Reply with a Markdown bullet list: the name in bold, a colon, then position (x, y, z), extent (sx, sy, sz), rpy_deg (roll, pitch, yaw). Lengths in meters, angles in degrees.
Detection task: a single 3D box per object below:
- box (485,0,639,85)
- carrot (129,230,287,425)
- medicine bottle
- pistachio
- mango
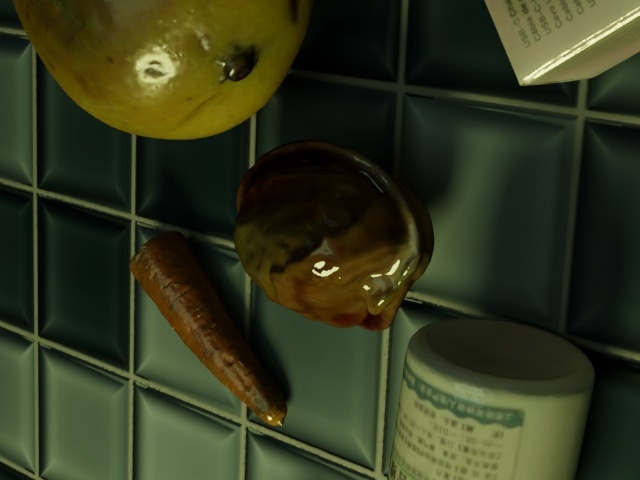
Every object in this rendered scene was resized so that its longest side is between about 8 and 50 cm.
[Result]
- **box**: position (0.200, -0.241, 0.813), extent (0.251, 0.106, 0.203), rpy_deg (-30, 78, 42)
- **carrot**: position (-0.095, 0.088, 1.198), extent (0.210, 0.061, 0.061), rpy_deg (52, 129, 19)
- **medicine bottle**: position (0.115, 0.186, 0.956), extent (0.139, 0.139, 0.237), rpy_deg (23, 114, 39)
- **pistachio**: position (0.000, 0.000, 1.038), extent (0.210, 0.130, 0.165), rpy_deg (4, 113, 53)
- **mango**: position (-0.147, -0.303, 1.059), extent (0.301, 0.220, 0.445), rpy_deg (-25, 78, 49)
